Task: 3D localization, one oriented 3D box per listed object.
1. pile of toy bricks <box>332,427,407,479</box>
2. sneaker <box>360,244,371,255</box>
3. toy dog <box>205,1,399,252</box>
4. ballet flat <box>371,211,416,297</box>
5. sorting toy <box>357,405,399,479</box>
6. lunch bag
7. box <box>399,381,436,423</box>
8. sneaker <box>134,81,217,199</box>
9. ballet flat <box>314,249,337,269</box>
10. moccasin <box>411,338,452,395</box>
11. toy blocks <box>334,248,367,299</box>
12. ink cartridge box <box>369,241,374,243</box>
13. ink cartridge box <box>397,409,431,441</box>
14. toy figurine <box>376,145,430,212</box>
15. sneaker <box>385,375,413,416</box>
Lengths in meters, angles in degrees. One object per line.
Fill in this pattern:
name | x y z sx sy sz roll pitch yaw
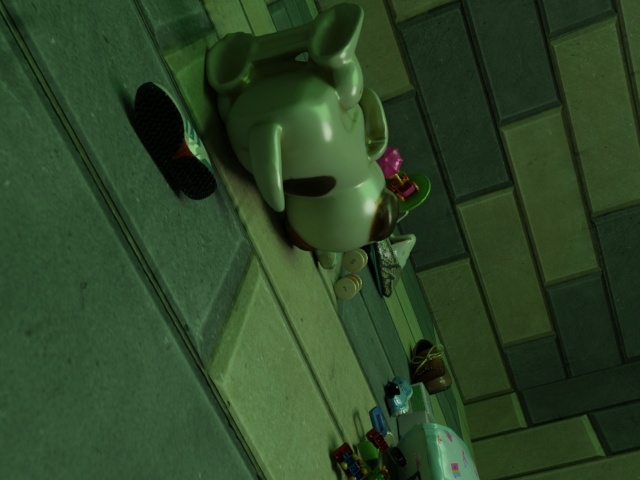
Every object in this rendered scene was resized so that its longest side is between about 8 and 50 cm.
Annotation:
pile of toy bricks | 0.095 0.428 1.122 0.212 0.118 0.105 60 -18 -11
sneaker | 0.121 -0.041 1.977 0.170 0.051 0.089 63 19 -22
toy dog | 0.008 -0.151 1.132 0.408 0.284 0.396 62 16 -46
ballet flat | 0.217 -0.050 2.104 0.164 0.182 0.483 -42 113 -78
sorting toy | 0.141 0.519 1.285 0.196 0.047 0.348 -38 110 -73
lunch bag | 0.246 0.514 1.273 0.262 0.160 0.223 62 19 -51
box | 0.275 0.484 1.813 0.102 0.087 0.101 57 19 -46
sneaker | -0.187 -0.130 0.794 0.161 0.057 0.075 62 -1 -32
ballet flat | 0.000 0.000 1.430 0.052 0.057 0.168 30 30 -28
moccasin | 0.396 0.450 2.270 0.380 0.139 0.147 -46 116 -76
toy blocks | 0.083 0.077 1.545 0.148 0.054 0.123 -19 126 -77
ink cartridge box | 0.071 -0.160 1.674 0.385 0.160 0.279 -62 133 -72
ink cartridge box | 0.285 0.592 1.703 0.148 0.085 0.203 -87 156 -60
toy figurine | 0.178 -0.180 1.584 0.159 0.130 0.173 50 3 -38
sneaker | 0.210 0.408 1.703 0.162 0.063 0.073 -63 130 -73
